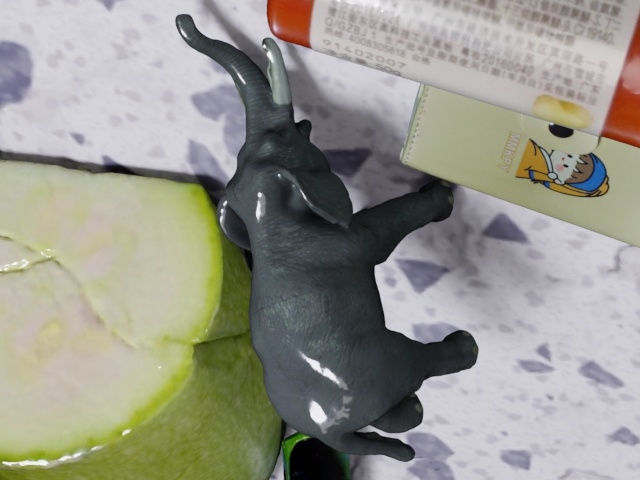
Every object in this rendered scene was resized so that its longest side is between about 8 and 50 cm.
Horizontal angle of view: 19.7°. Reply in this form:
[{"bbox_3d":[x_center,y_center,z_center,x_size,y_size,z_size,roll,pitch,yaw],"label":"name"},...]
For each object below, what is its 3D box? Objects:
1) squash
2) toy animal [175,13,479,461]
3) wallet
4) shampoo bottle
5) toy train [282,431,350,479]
[{"bbox_3d":[-0.134,0.095,1.259,0.233,0.210,0.309,6,165,17],"label":"squash"},{"bbox_3d":[0.006,-0.004,1.040,0.082,0.137,0.269,-22,82,43],"label":"toy animal"},{"bbox_3d":[0.126,-0.058,0.988,0.155,0.039,0.110,20,143,5],"label":"wallet"},{"bbox_3d":[0.045,-0.132,0.895,0.278,0.104,0.104,18,139,7],"label":"shampoo bottle"},{"bbox_3d":[-0.003,0.186,1.307,0.044,0.042,0.209,-9,136,-7],"label":"toy train"}]
